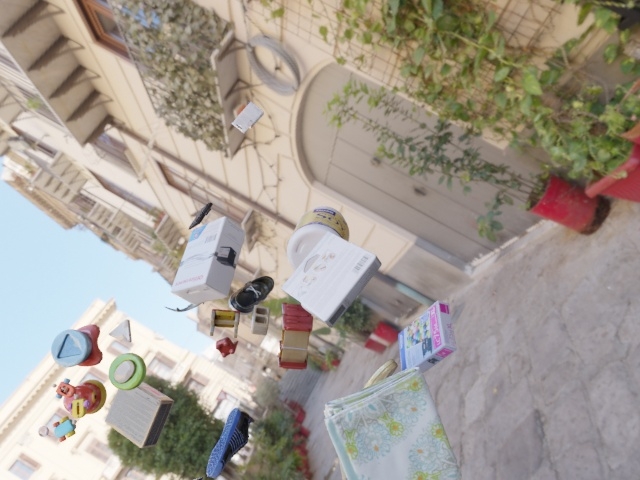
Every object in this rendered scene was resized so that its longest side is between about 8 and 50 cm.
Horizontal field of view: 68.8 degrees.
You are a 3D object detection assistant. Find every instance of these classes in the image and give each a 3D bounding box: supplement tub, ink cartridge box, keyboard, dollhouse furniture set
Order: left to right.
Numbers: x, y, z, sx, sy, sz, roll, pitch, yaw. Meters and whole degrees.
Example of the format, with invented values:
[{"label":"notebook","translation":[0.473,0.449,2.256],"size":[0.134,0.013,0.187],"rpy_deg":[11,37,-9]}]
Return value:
[{"label":"ink cartridge box","translation":[-0.733,0.691,1.889],"size":[0.088,0.234,0.193],"rpy_deg":[36,-106,-61]},{"label":"keyboard","translation":[-0.568,-0.125,2.238],"size":[0.108,0.023,0.180],"rpy_deg":[-26,28,27]},{"label":"ink cartridge box","translation":[-0.449,0.085,1.888],"size":[0.223,0.129,0.308],"rpy_deg":[-16,49,36]},{"label":"ink cartridge box","translation":[-0.271,-0.454,1.742],"size":[0.115,0.062,0.029],"rpy_deg":[-51,-1,-11]},{"label":"dollhouse furniture set","translation":[-0.218,0.342,1.737],"size":[0.152,0.373,0.202],"rpy_deg":[-97,15,-62]},{"label":"supplement tub","translation":[0.000,0.000,1.974],"size":[0.241,0.240,0.331],"rpy_deg":[-63,4,22]},{"label":"ink cartridge box","translation":[0.033,0.124,1.582],"size":[0.275,0.238,0.060],"rpy_deg":[-50,-44,-11]},{"label":"ink cartridge box","translation":[0.369,0.377,1.705],"size":[0.311,0.065,0.186],"rpy_deg":[123,159,-44]}]

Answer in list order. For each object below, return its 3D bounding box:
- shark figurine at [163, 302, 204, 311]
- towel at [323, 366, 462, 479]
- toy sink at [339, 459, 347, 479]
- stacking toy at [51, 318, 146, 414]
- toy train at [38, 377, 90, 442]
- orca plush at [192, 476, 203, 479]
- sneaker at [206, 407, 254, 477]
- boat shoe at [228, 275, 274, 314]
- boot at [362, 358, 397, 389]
[{"label":"shark figurine","translation":[-0.593,0.254,2.231],"size":[0.278,0.116,0.166],"rpy_deg":[-49,-39,-13]},{"label":"towel","translation":[0.208,0.589,1.349],"size":[0.320,0.375,0.090],"rpy_deg":[-21,2,-8]},{"label":"toy sink","translation":[0.163,0.976,2.112],"size":[0.153,0.131,0.234],"rpy_deg":[-75,-19,-59]},{"label":"stacking toy","translation":[-0.783,0.430,1.631],"size":[0.279,0.309,0.130],"rpy_deg":[-22,-12,-3]},{"label":"toy train","translation":[-0.741,0.495,1.364],"size":[0.046,0.125,0.167],"rpy_deg":[84,-156,-75]},{"label":"orca plush","translation":[-0.380,0.732,1.269],"size":[0.287,0.151,0.102],"rpy_deg":[126,133,-66]},{"label":"sneaker","translation":[-0.297,0.690,1.579],"size":[0.081,0.090,0.232],"rpy_deg":[-29,30,47]},{"label":"boat shoe","translation":[-0.280,0.216,1.935],"size":[0.091,0.114,0.302],"rpy_deg":[-48,1,18]},{"label":"boot","translation":[0.223,0.536,1.499],"size":[0.262,0.203,0.095],"rpy_deg":[-57,-29,3]}]
